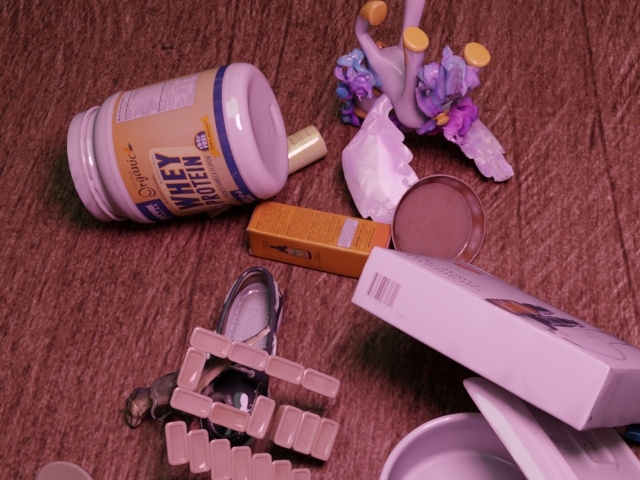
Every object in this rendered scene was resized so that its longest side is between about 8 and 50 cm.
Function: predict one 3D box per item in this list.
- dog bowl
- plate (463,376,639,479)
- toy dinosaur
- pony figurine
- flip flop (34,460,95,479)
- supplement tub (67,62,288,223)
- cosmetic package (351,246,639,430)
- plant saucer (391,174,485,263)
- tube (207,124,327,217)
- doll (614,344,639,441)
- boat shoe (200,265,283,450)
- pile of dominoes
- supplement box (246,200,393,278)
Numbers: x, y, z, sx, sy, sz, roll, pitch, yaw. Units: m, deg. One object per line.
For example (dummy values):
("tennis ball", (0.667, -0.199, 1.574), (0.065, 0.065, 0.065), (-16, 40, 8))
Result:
("dog bowl", (0.208, 0.373, 1.505), (0.265, 0.104, 0.265), (-2, 51, 2))
("plate", (0.349, 0.286, 1.491), (0.278, 0.045, 0.277), (12, 36, -46))
("toy dinosaur", (-0.179, 0.224, 1.608), (0.268, 0.064, 0.118), (-28, 54, 13))
("pony figurine", (0.157, -0.234, 1.873), (0.303, 0.363, 0.351), (-23, 70, -23))
("flip flop", (-0.359, 0.425, 1.514), (0.112, 0.080, 0.277), (-2, 52, 2))
("supplement tub", (-0.233, -0.153, 1.839), (0.316, 0.228, 0.228), (-11, 50, 16))
("cosmetic package", (0.273, 0.132, 1.554), (0.377, 0.284, 0.097), (28, 98, 33))
("plant saucer", (0.187, -0.024, 1.807), (0.168, 0.168, 0.029), (-26, 15, -16))
("tube", (-0.104, -0.123, 1.944), (0.240, 0.062, 0.070), (-28, 12, -8))
("doll", (0.475, 0.248, 1.622), (0.129, 0.046, 0.189), (-18, 59, -22))
("boat shoe", (-0.124, 0.176, 1.687), (0.114, 0.091, 0.302), (2, 52, 5))
("pile of dominoes", (-0.100, 0.255, 1.576), (0.251, 0.040, 0.196), (23, 75, -17))
("supplement box", (0.000, 0.000, 1.827), (0.233, 0.078, 0.080), (10, 53, 11))
